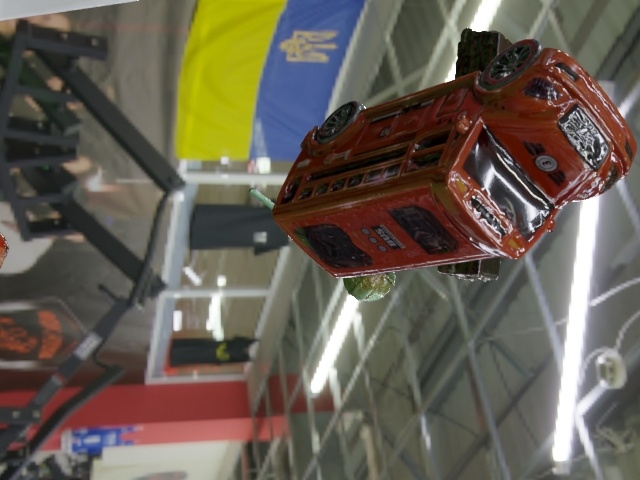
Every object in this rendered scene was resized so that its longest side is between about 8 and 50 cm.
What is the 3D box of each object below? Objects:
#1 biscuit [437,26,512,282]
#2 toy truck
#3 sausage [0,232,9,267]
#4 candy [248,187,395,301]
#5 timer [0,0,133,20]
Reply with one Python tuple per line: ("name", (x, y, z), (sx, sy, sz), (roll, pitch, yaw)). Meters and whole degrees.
("biscuit", (0.245, -0.131, 1.464), (0.107, 0.073, 0.388), (11, 83, -62))
("toy truck", (0.084, -0.043, 0.666), (0.253, 0.107, 0.114), (-10, -137, 50))
("sausage", (-0.352, -0.013, 0.740), (0.274, 0.074, 0.074), (37, 48, -72))
("candy", (0.000, 0.000, 1.105), (0.061, 0.202, 0.061), (-51, -172, 10))
("timer", (-0.287, -0.372, 0.988), (0.192, 0.194, 0.195), (60, -33, 21))
